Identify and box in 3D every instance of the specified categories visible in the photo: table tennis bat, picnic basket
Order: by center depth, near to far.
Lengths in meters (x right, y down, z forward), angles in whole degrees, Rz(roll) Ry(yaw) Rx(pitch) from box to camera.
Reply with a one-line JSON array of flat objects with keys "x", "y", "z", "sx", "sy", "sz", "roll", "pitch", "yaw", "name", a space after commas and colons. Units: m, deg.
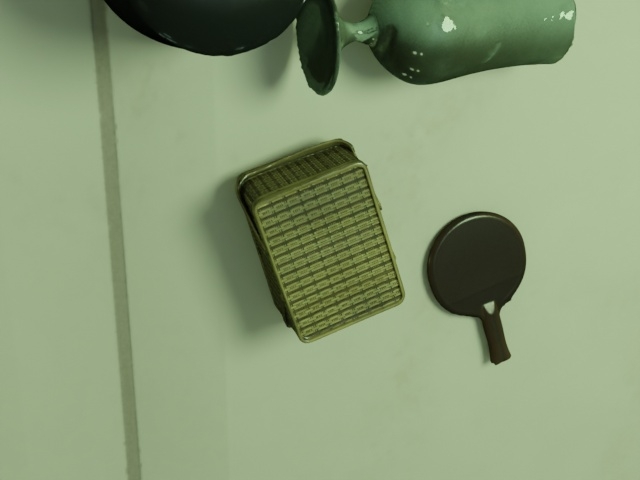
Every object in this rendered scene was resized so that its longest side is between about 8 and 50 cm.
[{"x": 0.000, "y": 0.000, "z": 0.965, "sx": 0.115, "sy": 0.079, "sz": 0.164, "roll": -23, "pitch": 115, "yaw": -10, "name": "picnic basket"}, {"x": 0.181, "y": 0.065, "z": 1.030, "sx": 0.107, "sy": 0.119, "sz": 0.170, "roll": -22, "pitch": 113, "yaw": -10, "name": "table tennis bat"}]

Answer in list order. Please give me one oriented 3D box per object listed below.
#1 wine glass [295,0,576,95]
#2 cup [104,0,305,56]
[{"x": 0.102, "y": -0.187, "z": 0.921, "sx": 0.231, "sy": 0.103, "sz": 0.103, "roll": -9, "pitch": 112, "yaw": -20, "name": "wine glass"}, {"x": -0.102, "y": -0.244, "z": 0.790, "sx": 0.169, "sy": 0.176, "sz": 0.223, "roll": -29, "pitch": 117, "yaw": -3, "name": "cup"}]
